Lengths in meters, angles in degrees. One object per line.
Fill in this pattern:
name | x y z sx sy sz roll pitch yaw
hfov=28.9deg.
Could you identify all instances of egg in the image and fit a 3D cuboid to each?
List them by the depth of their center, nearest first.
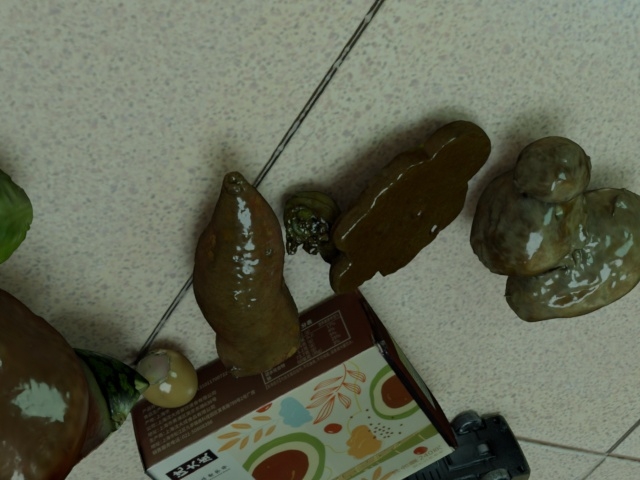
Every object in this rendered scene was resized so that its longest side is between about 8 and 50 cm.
egg | -0.212 0.195 1.733 0.080 0.080 0.096 -28 139 5

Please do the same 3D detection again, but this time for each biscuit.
biscuit | 0.109 -0.042 1.634 0.290 0.041 0.208 -47 150 10

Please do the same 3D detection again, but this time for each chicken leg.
chicken leg | 0.000 0.000 1.648 0.093 0.070 0.178 -50 150 -8

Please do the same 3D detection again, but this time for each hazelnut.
hazelnut | -0.457 0.210 1.488 0.372 0.315 0.372 -9 160 -3

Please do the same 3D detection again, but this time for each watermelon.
watermelon | -0.306 0.230 1.677 0.128 0.159 0.303 -2 153 -36

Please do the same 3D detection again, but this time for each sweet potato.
sweet potato | -0.105 0.034 1.592 0.131 0.131 0.337 -18 137 -6

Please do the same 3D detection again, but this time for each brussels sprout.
brussels sprout | -0.395 -0.033 1.388 0.155 0.155 0.117 5 129 -27

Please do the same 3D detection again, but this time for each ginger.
ginger | 0.322 -0.013 1.701 0.244 0.155 0.304 -37 136 17

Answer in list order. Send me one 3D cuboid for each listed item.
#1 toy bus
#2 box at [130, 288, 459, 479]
toy bus | 0.189 0.400 2.068 0.289 0.139 0.157 -14 141 -15
box | -0.030 0.286 1.869 0.385 0.122 0.344 -29 137 6
